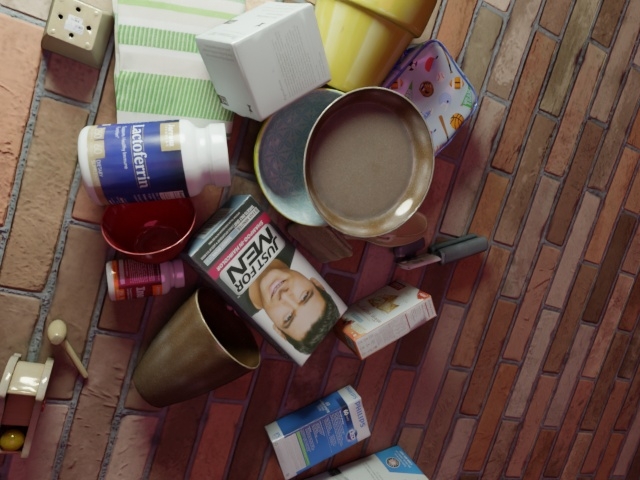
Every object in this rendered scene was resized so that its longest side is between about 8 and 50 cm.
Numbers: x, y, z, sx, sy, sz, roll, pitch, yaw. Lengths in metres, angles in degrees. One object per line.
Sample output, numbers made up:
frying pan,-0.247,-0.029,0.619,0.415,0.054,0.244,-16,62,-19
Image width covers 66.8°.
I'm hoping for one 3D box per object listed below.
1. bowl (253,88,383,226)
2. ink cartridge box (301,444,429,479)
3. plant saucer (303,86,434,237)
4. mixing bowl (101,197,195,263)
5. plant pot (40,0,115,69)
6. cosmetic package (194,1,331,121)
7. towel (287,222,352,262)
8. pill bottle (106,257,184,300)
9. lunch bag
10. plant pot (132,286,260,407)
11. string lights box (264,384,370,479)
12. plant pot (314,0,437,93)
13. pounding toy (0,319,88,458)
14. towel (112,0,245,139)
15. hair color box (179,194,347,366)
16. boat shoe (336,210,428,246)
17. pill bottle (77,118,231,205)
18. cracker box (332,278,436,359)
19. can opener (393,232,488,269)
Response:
bowl,-0.024,-0.186,1.083,0.289,0.156,0.290,-6,105,-22
ink cartridge box,0.114,0.754,1.296,0.394,0.285,0.167,-10,107,-20
plant saucer,0.101,-0.161,1.029,0.310,0.050,0.311,-5,104,-22
mixing bowl,-0.343,-0.019,1.000,0.181,0.182,0.098,-19,149,-18
plant pot,-0.446,-0.391,0.888,0.108,0.096,0.109,16,95,-25
cosmetic package,-0.107,-0.348,0.934,0.183,0.151,0.152,-37,131,-22
towel,0.000,0.000,1.173,0.148,0.110,0.027,45,43,-27
pill bottle,-0.372,0.078,1.038,0.151,0.086,0.086,-6,105,-21
lunch bag,0.224,-0.325,1.181,0.243,0.115,0.303,42,85,-23
plant pot,-0.288,0.255,1.070,0.230,0.215,0.215,-37,115,6
string lights box,-0.004,0.512,1.304,0.259,0.076,0.134,-21,110,-17
plant pot,0.083,-0.441,1.031,0.253,0.254,0.239,14,112,-25
pounding toy,-0.559,0.310,0.977,0.154,0.154,0.270,15,97,-25
towel,-0.281,-0.366,0.962,0.247,0.038,0.325,1,111,-18
hair color box,-0.123,0.094,1.114,0.185,0.113,0.374,-49,117,-20
boat shoe,0.149,-0.048,1.206,0.302,0.098,0.109,4,76,-21
pill bottle,-0.312,-0.156,0.947,0.264,0.153,0.153,-7,106,-10
cracker box,0.158,0.196,1.252,0.232,0.155,0.067,-26,111,-16
can opener,0.328,0.015,1.326,0.283,0.076,0.095,-16,109,-20
